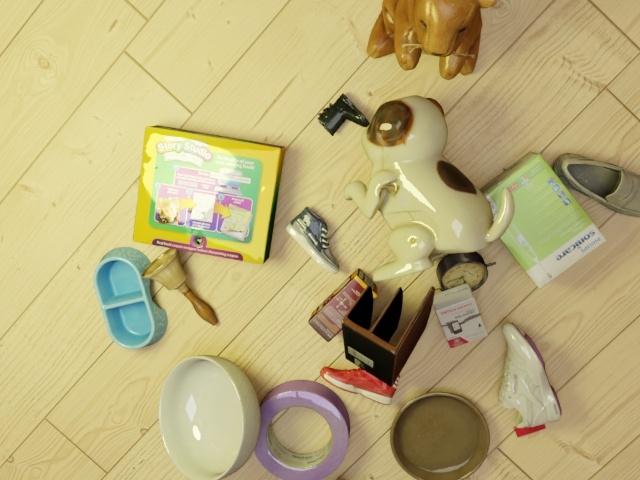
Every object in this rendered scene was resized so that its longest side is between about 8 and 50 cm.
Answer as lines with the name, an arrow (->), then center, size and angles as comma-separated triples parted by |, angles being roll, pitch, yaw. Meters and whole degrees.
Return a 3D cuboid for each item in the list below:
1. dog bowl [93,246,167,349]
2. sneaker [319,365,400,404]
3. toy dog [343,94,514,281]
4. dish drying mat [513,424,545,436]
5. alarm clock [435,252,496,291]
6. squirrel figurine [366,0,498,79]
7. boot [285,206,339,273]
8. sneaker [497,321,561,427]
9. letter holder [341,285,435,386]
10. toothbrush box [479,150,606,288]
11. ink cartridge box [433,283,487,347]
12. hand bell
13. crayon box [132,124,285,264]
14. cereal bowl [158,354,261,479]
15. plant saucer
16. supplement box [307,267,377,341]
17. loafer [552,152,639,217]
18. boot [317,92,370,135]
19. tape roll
dog bowl -> -0.539, 0.169, 1.943 | 0.165, 0.074, 0.297 | -13, 99, 7
sneaker -> 0.116, 0.360, 1.924 | 0.221, 0.087, 0.128 | 22, 93, -11
toy dog -> 0.233, -0.144, 1.676 | 0.395, 0.284, 0.408 | -19, 92, 51
dish drying mat -> 0.585, 0.523, 1.937 | 0.083, 0.008, 0.032 | -21, 97, 9
alarm clock -> 0.360, 0.094, 1.839 | 0.129, 0.064, 0.192 | 24, 124, -28
squirrel figurine -> 0.285, -0.576, 1.589 | 0.281, 0.370, 0.397 | 19, 101, 2
boot -> 0.000, 0.000, 1.867 | 0.190, 0.069, 0.086 | 44, 103, -1
sneaker -> 0.534, 0.370, 1.860 | 0.152, 0.114, 0.305 | -22, 97, 7
letter holder -> 0.176, 0.211, 1.776 | 0.152, 0.302, 0.214 | 30, 70, 17
toothbrush box -> 0.551, -0.055, 1.782 | 0.206, 0.122, 0.283 | -39, 93, 11
ink cartridge box -> 0.369, 0.201, 1.844 | 0.109, 0.063, 0.150 | -21, 124, 9
hand bell -> -0.369, 0.146, 1.922 | 0.126, 0.126, 0.242 | -34, 109, 10
crayon box -> -0.297, -0.125, 1.855 | 0.362, 0.106, 0.313 | 10, 99, 4
cereal bowl -> -0.286, 0.479, 1.906 | 0.339, 0.141, 0.339 | -2, 86, 37
plant saucer -> 0.333, 0.551, 1.949 | 0.277, 0.041, 0.278 | 1, 101, 5
supplement box -> 0.062, 0.174, 1.875 | 0.081, 0.104, 0.188 | 45, 100, -3
loafer -> 0.745, -0.132, 1.756 | 0.319, 0.111, 0.112 | 19, 101, 2
boot -> 0.059, -0.315, 1.821 | 0.099, 0.045, 0.121 | -44, 86, 8
tape roll -> -0.055, 0.537, 1.956 | 0.274, 0.090, 0.275 | 1, 100, 4
